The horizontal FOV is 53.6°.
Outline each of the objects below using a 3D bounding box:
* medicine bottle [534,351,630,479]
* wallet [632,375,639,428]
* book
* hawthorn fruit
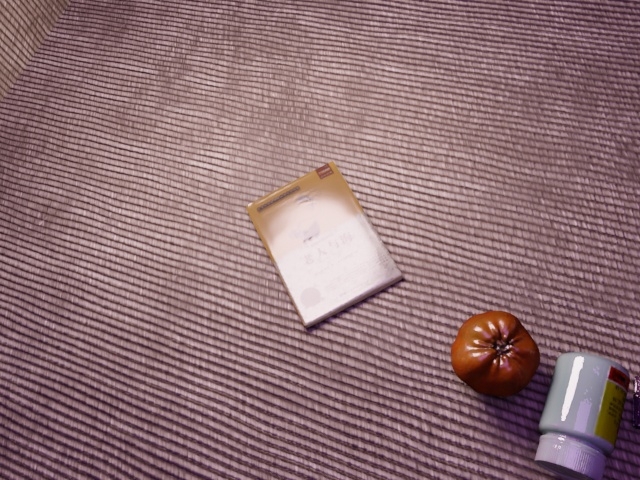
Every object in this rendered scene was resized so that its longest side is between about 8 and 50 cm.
[{"bbox_3d":[0.504,0.341,1.224,0.139,0.139,0.225,16,68,21],"label":"medicine bottle"},{"bbox_3d":[0.694,0.315,1.223,0.166,0.030,0.111,-6,60,35],"label":"wallet"},{"bbox_3d":[0.000,0.000,1.588,0.269,0.032,0.388,-28,61,-2],"label":"book"},{"bbox_3d":[0.351,0.235,1.299,0.189,0.189,0.189,-6,62,11],"label":"hawthorn fruit"}]
